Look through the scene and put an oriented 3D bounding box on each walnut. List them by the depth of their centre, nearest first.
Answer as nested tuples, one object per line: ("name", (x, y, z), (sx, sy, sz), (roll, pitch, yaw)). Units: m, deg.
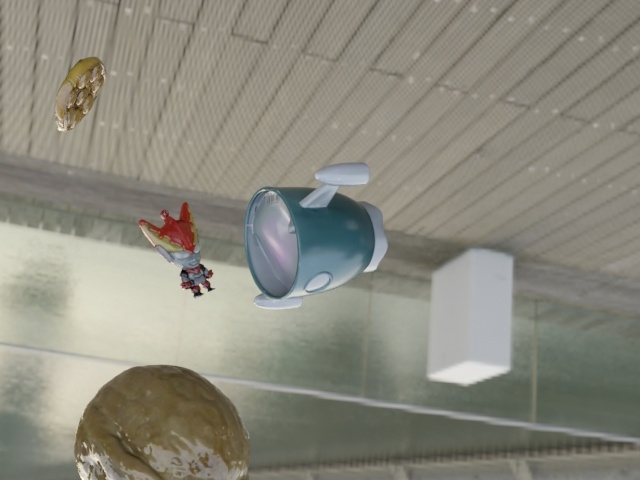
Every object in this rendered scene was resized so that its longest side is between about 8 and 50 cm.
("walnut", (-0.255, 0.358, 1.572), (0.313, 0.277, 0.252), (29, 158, 33))

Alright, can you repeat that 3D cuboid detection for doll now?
("doll", (-0.246, 0.022, 1.702), (0.109, 0.169, 0.057), (-26, -176, -39))

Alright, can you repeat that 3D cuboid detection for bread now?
("bread", (-0.311, -0.189, 1.223), (0.024, 0.110, 0.110), (31, 159, 0))

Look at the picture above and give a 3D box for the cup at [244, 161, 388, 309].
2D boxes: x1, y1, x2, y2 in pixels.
("cup", (0.000, 0.000, 1.390), (0.173, 0.168, 0.300), (-3, 140, -32))
